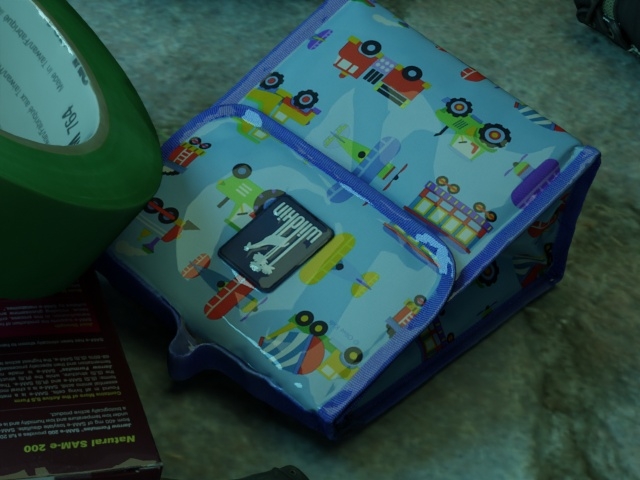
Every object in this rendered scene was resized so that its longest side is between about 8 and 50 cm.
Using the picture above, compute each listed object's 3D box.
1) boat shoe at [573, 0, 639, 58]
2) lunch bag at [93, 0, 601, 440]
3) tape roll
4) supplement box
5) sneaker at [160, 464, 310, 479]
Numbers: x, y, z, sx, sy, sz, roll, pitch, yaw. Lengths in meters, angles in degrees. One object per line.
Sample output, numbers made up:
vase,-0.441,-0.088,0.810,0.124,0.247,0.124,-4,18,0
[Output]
boat shoe,0.251,-0.207,1.606,0.092,0.103,0.285,1,35,-8
lunch bag,0.000,0.000,1.265,0.221,0.138,0.293,36,54,21
tape roll,-0.235,-0.108,1.105,0.321,0.077,0.321,39,18,-15
supplement box,-0.185,0.076,1.134,0.130,0.073,0.239,-3,40,-20
sneaker,-0.004,0.159,1.102,0.170,0.051,0.089,-11,49,-24
